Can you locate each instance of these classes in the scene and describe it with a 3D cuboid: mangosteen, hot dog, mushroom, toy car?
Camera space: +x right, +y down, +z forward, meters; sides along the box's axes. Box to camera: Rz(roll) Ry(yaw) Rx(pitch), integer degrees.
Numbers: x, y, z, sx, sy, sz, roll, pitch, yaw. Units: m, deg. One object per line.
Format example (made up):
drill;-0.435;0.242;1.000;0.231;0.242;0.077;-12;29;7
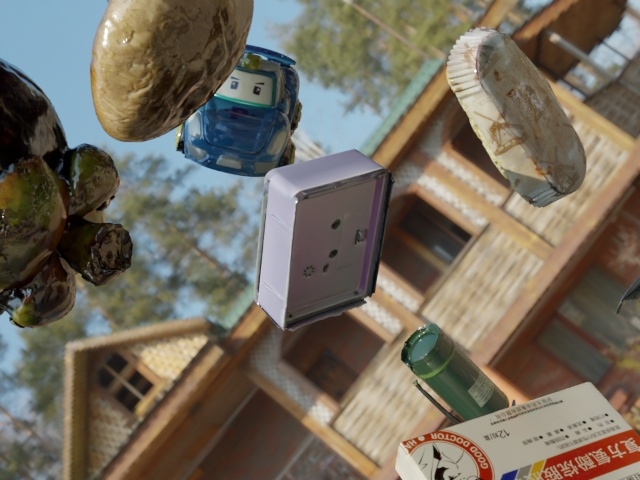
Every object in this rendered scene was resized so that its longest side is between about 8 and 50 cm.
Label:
mangosteen;-0.463;-0.067;1.406;0.421;0.381;0.381;2;-40;-19
hot dog;0.260;-0.163;1.421;0.075;0.268;0.144;-11;32;50
mushroom;-0.175;-0.236;1.301;0.278;0.146;0.278;-58;-13;-22
toy car;-0.125;-0.225;1.795;0.314;0.198;0.166;-82;5;-57

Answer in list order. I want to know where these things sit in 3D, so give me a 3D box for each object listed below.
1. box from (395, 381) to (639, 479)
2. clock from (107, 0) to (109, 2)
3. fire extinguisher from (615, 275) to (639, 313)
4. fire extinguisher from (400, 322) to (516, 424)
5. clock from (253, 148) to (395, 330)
box;0.312;0.340;1.577;0.353;0.214;0.069;-14;-48;-22
clock;-0.272;-0.390;1.508;0.049;0.278;0.273;-19;16;-18
fire extinguisher;0.359;0.059;0.786;0.105;0.269;0.104;18;-90;-74
fire extinguisher;0.266;0.275;1.955;0.093;0.294;0.118;-8;43;55
clock;0.000;0.001;1.282;0.145;0.073;0.193;-16;-50;-32
